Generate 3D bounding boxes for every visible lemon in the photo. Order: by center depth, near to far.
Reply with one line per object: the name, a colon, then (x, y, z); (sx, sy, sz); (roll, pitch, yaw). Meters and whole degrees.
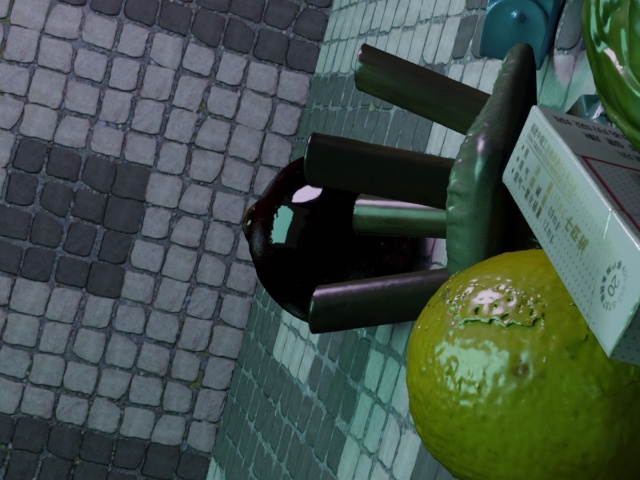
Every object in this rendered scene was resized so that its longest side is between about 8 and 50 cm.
lemon: (0.225, 0.136, 1.153); (0.310, 0.258, 0.258); (15, 91, 46)

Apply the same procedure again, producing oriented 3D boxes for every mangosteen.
mangosteen: (0.006, -0.012, 1.984); (0.313, 0.297, 0.297); (27, 106, 35)

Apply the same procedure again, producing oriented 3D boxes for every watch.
watch: (0.280, -0.335, 1.608); (0.193, 0.211, 0.211); (94, 177, -48)

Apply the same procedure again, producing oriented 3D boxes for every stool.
stool: (0.123, -0.055, 1.404); (0.310, 0.226, 0.310); (-66, -20, -52)

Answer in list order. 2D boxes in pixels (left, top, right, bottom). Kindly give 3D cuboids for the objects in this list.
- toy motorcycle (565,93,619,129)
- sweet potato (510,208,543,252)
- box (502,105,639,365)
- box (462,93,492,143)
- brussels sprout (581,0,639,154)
toy motorcycle: (0.319, -0.073, 1.341); (0.296, 0.109, 0.198); (122, 146, -63)
sweet potato: (0.249, 0.032, 1.318); (0.341, 0.092, 0.114); (83, 171, -51)
box: (0.309, 0.003, 1.068); (0.330, 0.210, 0.095); (-103, 30, -60)
box: (0.242, -0.128, 1.755); (0.100, 0.048, 0.152); (138, 141, -68)
brussels sprout: (0.353, -0.206, 1.027); (0.328, 0.247, 0.328); (-2, 87, 58)
